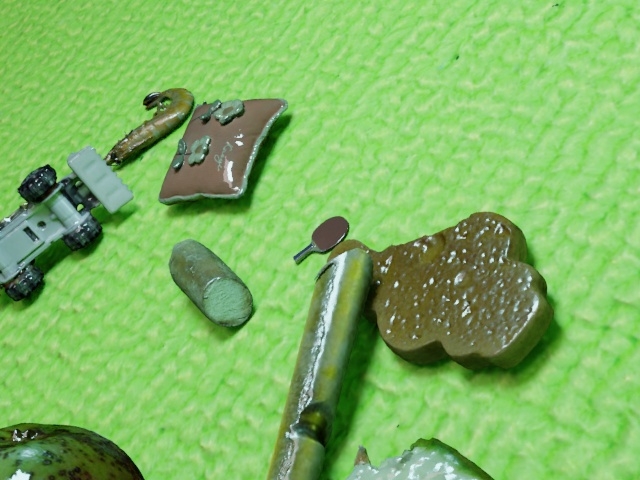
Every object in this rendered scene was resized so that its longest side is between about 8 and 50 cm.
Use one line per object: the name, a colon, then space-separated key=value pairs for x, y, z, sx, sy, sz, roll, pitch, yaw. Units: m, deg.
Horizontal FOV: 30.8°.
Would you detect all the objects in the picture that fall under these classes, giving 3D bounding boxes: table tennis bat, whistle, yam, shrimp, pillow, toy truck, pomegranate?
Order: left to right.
pomegranate: x=-0.312 y=0.368 z=1.225 sx=0.285 sy=0.285 sz=0.340 roll=6 pitch=92 yaw=42
toy truck: x=-0.417 y=-0.027 z=1.736 sx=0.286 sy=0.136 sz=0.111 roll=-37 pitch=19 yaw=5
shrimp: x=-0.280 y=-0.188 z=1.837 sx=0.178 sy=0.034 sz=0.124 roll=-36 pitch=37 yaw=5
yam: x=-0.144 y=0.054 z=1.483 sx=0.069 sy=0.069 sz=0.146 roll=-47 pitch=39 yaw=-5
pillow: x=-0.146 y=-0.131 z=1.642 sx=0.171 sy=0.075 sz=0.179 roll=-2 pitch=56 yaw=38
whistle: x=-0.007 y=0.158 z=1.249 sx=0.068 sy=0.057 sz=0.326 roll=-19 pitch=49 yaw=50
table tennis bat: x=0.000 y=0.000 z=1.457 sx=0.083 sy=0.007 sz=0.050 roll=-37 pitch=40 yaw=4

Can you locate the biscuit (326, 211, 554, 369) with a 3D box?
biscuit: x=0.124 y=0.050 z=1.279 sx=0.320 sy=0.047 sz=0.183 roll=2 pitch=57 yaw=43

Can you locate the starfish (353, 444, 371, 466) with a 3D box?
starfish: x=0.053 y=0.329 z=1.079 sx=0.236 sy=0.062 sz=0.277 roll=-9 pitch=53 yaw=32

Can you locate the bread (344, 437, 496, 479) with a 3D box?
bread: x=0.046 y=0.346 z=0.949 sx=0.366 sy=0.129 sz=0.381 roll=-6 pitch=56 yaw=35
